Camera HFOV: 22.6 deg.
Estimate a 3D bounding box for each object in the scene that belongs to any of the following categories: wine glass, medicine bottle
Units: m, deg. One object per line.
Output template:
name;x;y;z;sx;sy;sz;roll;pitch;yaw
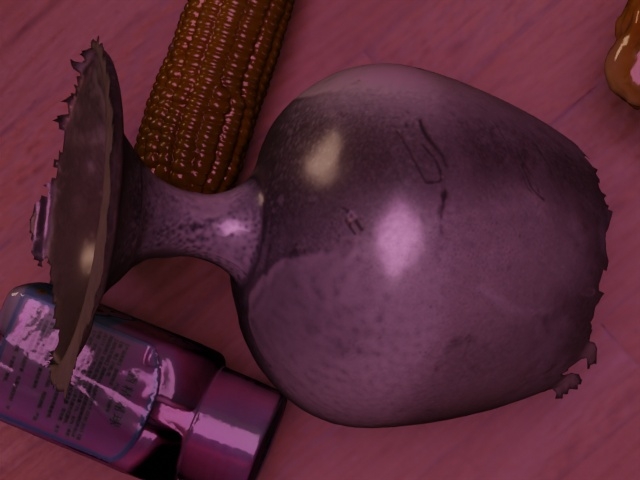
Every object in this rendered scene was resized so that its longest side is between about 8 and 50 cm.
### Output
wine glass;0.000;0.000;0.971;0.322;0.238;0.238;4;86;-20
medicine bottle;-0.123;0.102;1.060;0.188;0.119;0.094;22;89;6

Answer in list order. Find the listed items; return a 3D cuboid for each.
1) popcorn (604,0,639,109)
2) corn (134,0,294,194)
popcorn;0.312;-0.136;1.007;0.253;0.190;0.191;-40;91;-3
corn;-0.066;-0.132;1.094;0.080;0.080;0.231;16;85;6
